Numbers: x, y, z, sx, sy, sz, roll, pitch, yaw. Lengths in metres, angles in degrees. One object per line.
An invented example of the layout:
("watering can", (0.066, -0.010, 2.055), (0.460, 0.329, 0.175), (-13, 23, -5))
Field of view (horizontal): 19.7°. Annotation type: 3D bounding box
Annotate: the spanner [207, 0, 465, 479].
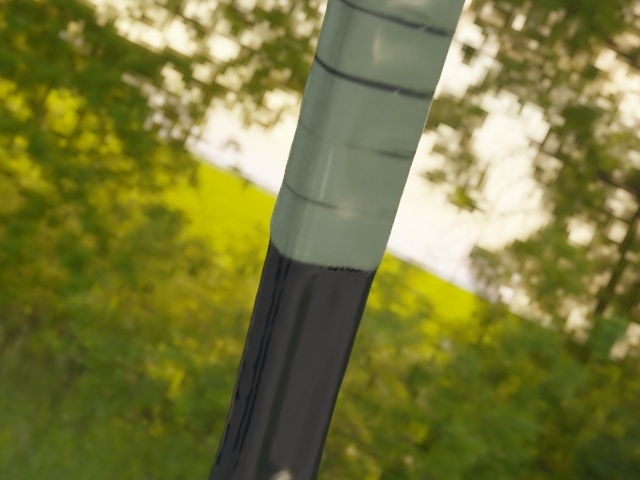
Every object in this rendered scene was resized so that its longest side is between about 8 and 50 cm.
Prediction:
("spanner", (0.000, 0.000, 0.375), (0.024, 0.316, 0.087), (29, 24, 33))
